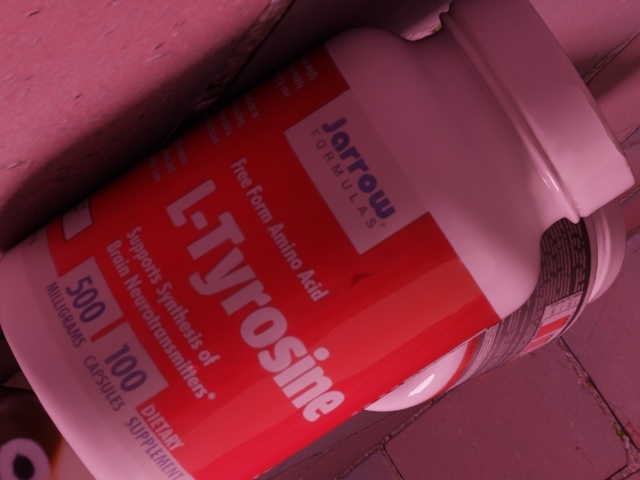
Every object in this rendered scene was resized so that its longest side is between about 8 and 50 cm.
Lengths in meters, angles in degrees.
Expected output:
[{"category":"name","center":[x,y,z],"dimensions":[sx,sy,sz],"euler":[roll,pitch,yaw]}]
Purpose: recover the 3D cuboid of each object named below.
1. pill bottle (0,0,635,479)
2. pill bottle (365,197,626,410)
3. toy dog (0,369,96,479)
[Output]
[{"category":"pill bottle","center":[0.000,0.000,1.329],"dimensions":[0.408,0.229,0.229],"euler":[-33,169,4]},{"category":"pill bottle","center":[0.135,0.022,1.835],"dimensions":[0.210,0.210,0.363],"euler":[-40,166,35]},{"category":"toy dog","center":[-0.250,0.210,1.541],"dimensions":[0.395,0.284,0.408],"euler":[6,171,-3]}]
